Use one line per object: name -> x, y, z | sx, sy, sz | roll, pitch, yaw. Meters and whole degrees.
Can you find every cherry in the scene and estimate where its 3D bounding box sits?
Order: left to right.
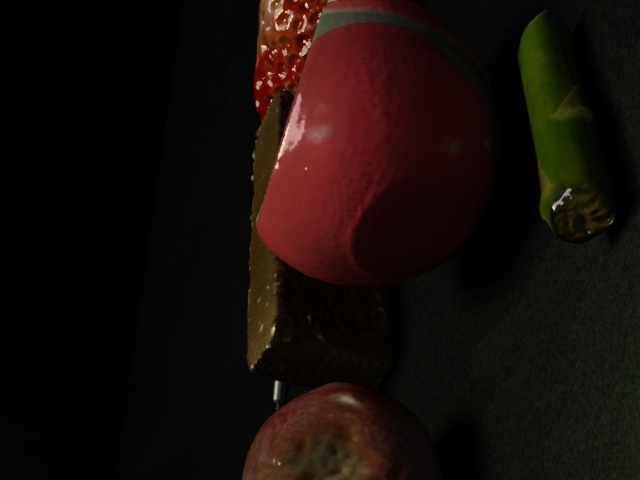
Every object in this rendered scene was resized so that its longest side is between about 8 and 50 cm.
cherry -> 0.027, 0.269, 1.552 | 0.239, 0.206, 0.239 | -15, -90, -80

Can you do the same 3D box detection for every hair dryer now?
hair dryer -> -0.058, 0.190, 2.303 | 0.063, 0.037, 0.114 | -166, 81, -78

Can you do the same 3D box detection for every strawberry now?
strawberry -> -0.035, -0.299, 2.388 | 0.265, 0.149, 0.336 | -109, 33, -63

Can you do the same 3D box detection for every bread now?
bread -> 0.000, 0.000, 1.940 | 0.113, 0.165, 0.417 | 117, 161, -44

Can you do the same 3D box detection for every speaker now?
speaker -> 0.050, -0.102, 1.605 | 0.294, 0.294, 0.294 | -168, 90, -77

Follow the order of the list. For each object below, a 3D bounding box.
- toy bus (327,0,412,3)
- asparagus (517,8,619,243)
toy bus -> 0.052, -0.276, 2.063 | 0.101, 0.088, 0.175 | 34, 115, 41
asparagus -> 0.210, -0.105, 1.389 | 0.278, 0.060, 0.067 | -94, 10, -51
